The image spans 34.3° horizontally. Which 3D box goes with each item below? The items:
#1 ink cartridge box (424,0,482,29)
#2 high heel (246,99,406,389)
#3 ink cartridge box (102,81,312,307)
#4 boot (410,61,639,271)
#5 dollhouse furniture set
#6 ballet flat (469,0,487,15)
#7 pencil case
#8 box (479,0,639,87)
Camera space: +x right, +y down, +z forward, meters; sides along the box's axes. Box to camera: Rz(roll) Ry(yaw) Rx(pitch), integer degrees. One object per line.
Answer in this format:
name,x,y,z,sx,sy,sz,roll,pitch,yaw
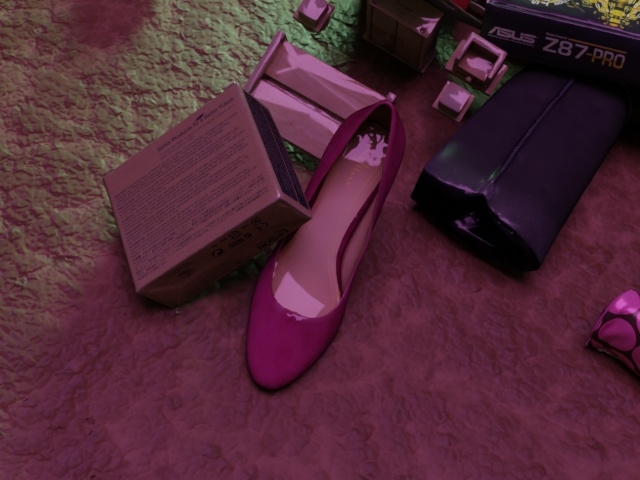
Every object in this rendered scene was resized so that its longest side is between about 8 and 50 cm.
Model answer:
ink cartridge box,0.130,-0.441,1.535,0.271,0.309,0.130,31,101,26
high heel,0.000,0.000,1.300,0.127,0.181,0.377,19,70,3
ink cartridge box,-0.149,-0.056,1.333,0.234,0.088,0.193,-32,58,18
boot,0.395,-0.123,1.475,0.367,0.146,0.445,29,53,23
dollhouse furniture set,0.055,-0.182,1.538,0.303,0.174,0.356,32,85,6
ballet flat,0.311,-0.391,1.706,0.206,0.073,0.067,17,83,7
pencil case,0.449,0.159,1.336,0.209,0.098,0.095,41,17,19
box,0.445,-0.397,1.563,0.318,0.097,0.395,19,51,12
